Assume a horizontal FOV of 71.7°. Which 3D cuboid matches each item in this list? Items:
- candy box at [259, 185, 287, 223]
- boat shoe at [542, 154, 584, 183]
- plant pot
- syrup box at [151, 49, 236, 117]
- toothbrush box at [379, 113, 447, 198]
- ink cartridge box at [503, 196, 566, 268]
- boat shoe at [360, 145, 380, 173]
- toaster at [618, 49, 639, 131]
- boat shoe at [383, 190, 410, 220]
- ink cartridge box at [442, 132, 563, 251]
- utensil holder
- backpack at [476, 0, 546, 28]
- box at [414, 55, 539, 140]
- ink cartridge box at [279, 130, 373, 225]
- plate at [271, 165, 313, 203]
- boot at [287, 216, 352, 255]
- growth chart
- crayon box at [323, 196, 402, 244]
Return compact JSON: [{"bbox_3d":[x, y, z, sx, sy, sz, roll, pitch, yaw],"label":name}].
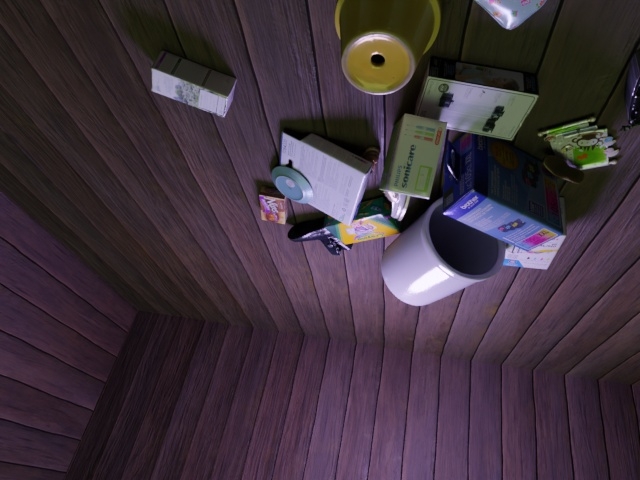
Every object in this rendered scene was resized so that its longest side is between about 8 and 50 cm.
[{"bbox_3d":[-0.198,-0.149,1.881,0.109,0.053,0.187,12,151,2],"label":"candy box"},{"bbox_3d":[0.741,-0.217,1.370,0.152,0.056,0.049,26,-179,-15],"label":"boat shoe"},{"bbox_3d":[0.148,-0.481,1.023,0.253,0.239,0.254,9,148,6],"label":"plant pot"},{"bbox_3d":[-0.391,-0.481,1.366,0.236,0.097,0.093,19,147,-9],"label":"syrup box"},{"bbox_3d":[0.259,-0.236,1.292,0.122,0.207,0.283,12,-173,3],"label":"toothbrush box"},{"bbox_3d":[0.757,-0.030,1.595,0.171,0.168,0.233,6,148,13],"label":"ink cartridge box"},{"bbox_3d":[0.154,-0.257,1.561,0.064,0.060,0.178,19,149,-10],"label":"boat shoe"},{"bbox_3d":[0.832,-0.370,1.067,0.185,0.110,0.168,-3,145,24],"label":"toaster"},{"bbox_3d":[0.276,-0.196,1.577,0.103,0.113,0.303,11,139,6],"label":"boat shoe"},{"bbox_3d":[0.529,-0.167,1.359,0.395,0.270,0.151,21,147,-13],"label":"ink cartridge box"},{"bbox_3d":[0.450,0.060,1.708,0.327,0.328,0.385,20,151,-11],"label":"utensil holder"},{"bbox_3d":[0.410,-0.551,0.905,0.165,0.145,0.188,31,142,-18],"label":"backpack"},{"bbox_3d":[0.420,-0.387,1.219,0.289,0.087,0.169,11,149,4],"label":"box"},{"bbox_3d":[0.006,-0.233,1.619,0.329,0.071,0.324,30,151,10],"label":"ink cartridge box"},{"bbox_3d":[-0.113,-0.205,1.690,0.188,0.024,0.188,27,151,16],"label":"plate"},{"bbox_3d":[0.000,0.000,2.006,0.246,0.094,0.207,-15,136,29],"label":"boot"},{"bbox_3d":[0.778,-0.281,1.322,0.171,0.021,0.237,-15,141,40],"label":"growth chart"},{"bbox_3d":[0.174,-0.075,1.820,0.278,0.081,0.165,-13,146,36],"label":"crayon box"}]
